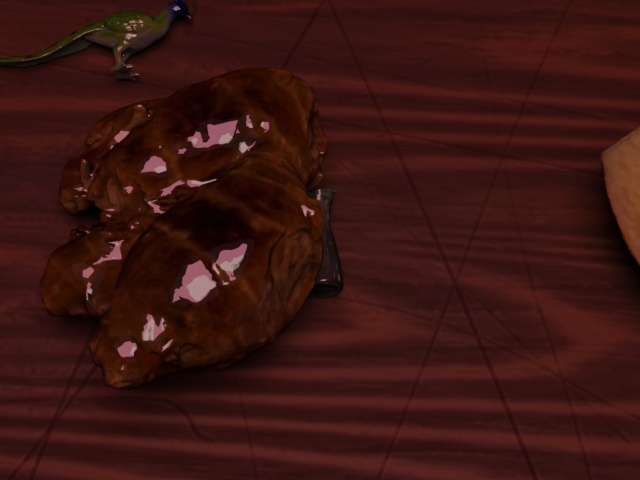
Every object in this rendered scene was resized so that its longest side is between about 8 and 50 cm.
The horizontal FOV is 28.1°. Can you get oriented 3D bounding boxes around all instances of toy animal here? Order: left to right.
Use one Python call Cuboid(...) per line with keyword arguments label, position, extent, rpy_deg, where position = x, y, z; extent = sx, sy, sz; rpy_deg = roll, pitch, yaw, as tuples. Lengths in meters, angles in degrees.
Cuboid(label="toy animal", position=(-0.237, -0.199, 1.362), extent=(0.217, 0.041, 0.075), rpy_deg=(-21, 71, -5))

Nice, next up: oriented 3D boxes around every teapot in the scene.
Cuboid(label="teapot", position=(0.000, 0.000, 1.298), extent=(0.043, 0.043, 0.110), rpy_deg=(-1, 66, -3))

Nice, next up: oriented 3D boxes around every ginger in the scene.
Cuboid(label="ginger", position=(-0.131, -0.016, 1.226), extent=(0.274, 0.152, 0.357), rpy_deg=(-1, 59, 3))

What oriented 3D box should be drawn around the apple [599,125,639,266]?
Cuboid(label="apple", position=(0.464, -0.039, 1.222), extent=(0.314, 0.252, 0.309), rpy_deg=(-33, 86, -11))
